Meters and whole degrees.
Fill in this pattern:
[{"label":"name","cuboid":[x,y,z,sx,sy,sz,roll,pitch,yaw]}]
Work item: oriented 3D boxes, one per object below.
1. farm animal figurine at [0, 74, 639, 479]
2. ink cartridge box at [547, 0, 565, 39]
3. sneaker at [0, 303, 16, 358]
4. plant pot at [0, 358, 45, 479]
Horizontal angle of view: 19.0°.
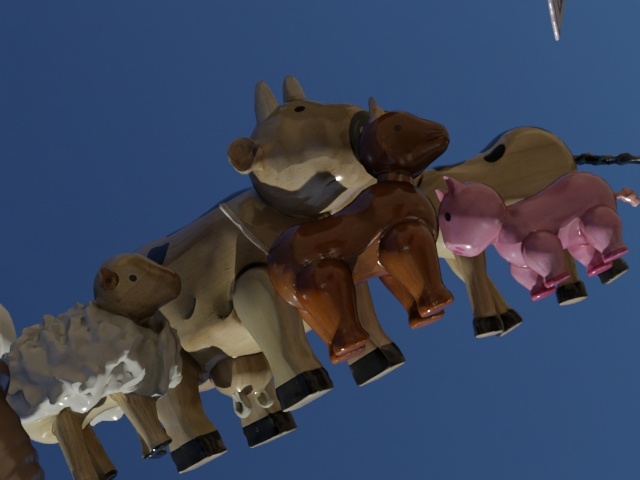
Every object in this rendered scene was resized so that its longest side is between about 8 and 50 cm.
[{"label":"farm animal figurine","cuboid":[0.000,0.000,1.105,0.172,0.327,0.330,64,-158,11]},{"label":"ink cartridge box","cuboid":[0.072,-0.216,0.698,0.206,0.045,0.208,71,-152,-47]},{"label":"sneaker","cuboid":[-0.301,0.075,1.225,0.114,0.305,0.152,44,-139,-27]},{"label":"plant pot","cuboid":[-0.170,0.156,0.726,0.110,0.237,0.237,36,-150,3]}]
